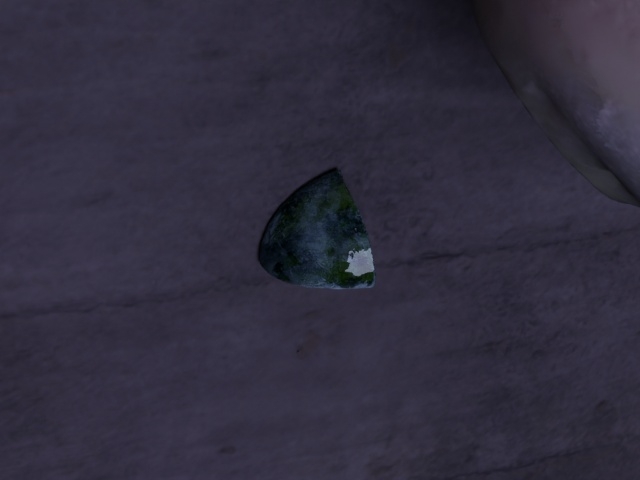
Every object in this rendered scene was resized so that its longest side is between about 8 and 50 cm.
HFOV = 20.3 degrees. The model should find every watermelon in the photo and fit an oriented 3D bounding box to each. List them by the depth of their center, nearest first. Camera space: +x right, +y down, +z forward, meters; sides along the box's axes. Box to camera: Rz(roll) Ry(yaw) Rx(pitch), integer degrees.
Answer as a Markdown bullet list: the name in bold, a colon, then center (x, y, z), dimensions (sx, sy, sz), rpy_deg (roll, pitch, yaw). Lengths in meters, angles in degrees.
- **watermelon**: center (0.000, 0.000, 1.214), dimensions (0.085, 0.085, 0.061), rpy_deg (-56, 161, 16)

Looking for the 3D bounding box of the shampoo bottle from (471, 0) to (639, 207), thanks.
- **shampoo bottle**: center (0.266, -0.158, 1.052), dimensions (0.317, 0.322, 0.322), rpy_deg (-44, 134, 13)
